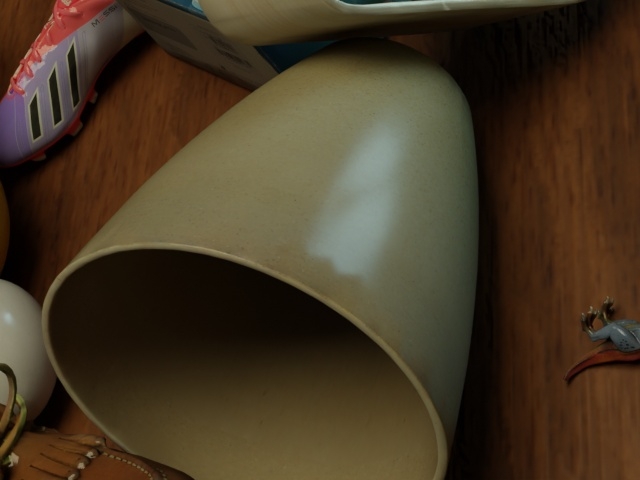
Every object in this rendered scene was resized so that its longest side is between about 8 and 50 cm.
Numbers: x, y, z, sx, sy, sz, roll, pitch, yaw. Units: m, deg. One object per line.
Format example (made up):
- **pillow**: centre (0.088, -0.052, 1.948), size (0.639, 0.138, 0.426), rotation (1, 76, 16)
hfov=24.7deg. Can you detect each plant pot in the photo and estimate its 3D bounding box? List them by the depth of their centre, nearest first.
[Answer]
- **plant pot**: centre (0.000, 0.000, 0.938), size (0.256, 0.256, 0.274), rotation (-3, 43, 32)

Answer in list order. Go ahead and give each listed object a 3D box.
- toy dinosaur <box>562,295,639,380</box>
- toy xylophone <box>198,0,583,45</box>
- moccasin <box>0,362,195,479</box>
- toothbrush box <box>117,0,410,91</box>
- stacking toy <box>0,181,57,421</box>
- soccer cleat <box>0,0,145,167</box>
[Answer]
- **toy dinosaur**: centre (0.205, 0.061, 0.896), size (0.082, 0.047, 0.090), rotation (28, 112, 33)
- **toy xylophone**: centre (0.080, -0.188, 0.969), size (0.236, 0.323, 0.081), rotation (-5, 94, 44)
- **moccasin**: centre (-0.205, 0.166, 0.944), size (0.380, 0.147, 0.139), rotation (6, 60, 54)
- **toothbrush box**: centre (-0.011, -0.273, 1.184), size (0.216, 0.126, 0.295), rotation (29, 78, 42)
- **stacking toy**: centre (-0.375, -0.017, 1.189), size (0.350, 0.350, 0.480), rotation (-43, 65, 2)
- **soccer cleat**: centre (-0.217, -0.172, 1.271), size (0.248, 0.095, 0.083), rotation (-46, 47, -2)
